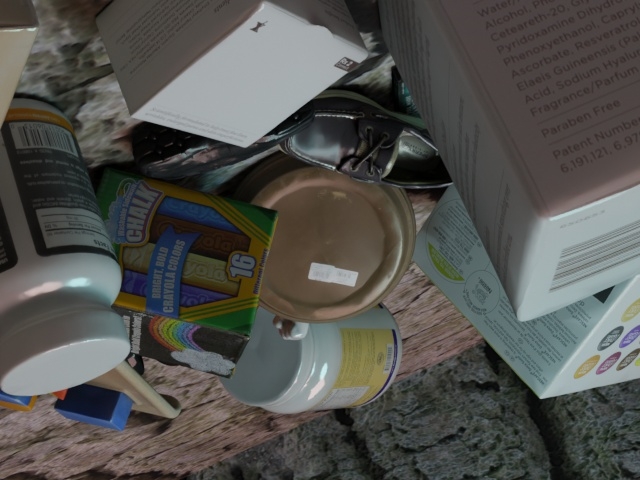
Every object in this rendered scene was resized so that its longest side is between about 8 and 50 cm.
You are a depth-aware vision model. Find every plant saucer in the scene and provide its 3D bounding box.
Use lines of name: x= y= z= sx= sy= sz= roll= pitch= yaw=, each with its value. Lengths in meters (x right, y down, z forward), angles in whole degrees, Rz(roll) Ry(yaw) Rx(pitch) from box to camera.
plant saucer: x=0.000 y=0.000 z=1.406 sx=0.278 sy=0.278 sz=0.041 roll=-25 pitch=-158 yaw=6

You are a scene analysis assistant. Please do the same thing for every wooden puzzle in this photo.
wooden puzzle: x=-0.396 y=0.185 z=1.377 sx=0.322 sy=0.080 sz=0.348 roll=8 pitch=159 yaw=17

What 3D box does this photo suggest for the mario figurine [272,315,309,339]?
mario figurine: x=-0.067 y=0.039 z=1.482 sx=0.320 sy=0.198 sz=0.170 roll=-41 pitch=163 yaw=24

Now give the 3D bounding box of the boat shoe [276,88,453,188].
boat shoe: x=0.071 y=-0.123 z=1.294 sx=0.285 sy=0.092 sz=0.103 roll=9 pitch=114 yaw=-38

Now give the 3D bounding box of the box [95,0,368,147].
box: x=-0.084 y=-0.198 z=0.972 sx=0.182 sy=0.119 sz=0.181 roll=-34 pitch=157 yaw=26

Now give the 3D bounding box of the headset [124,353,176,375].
headset: x=-0.286 y=0.125 z=1.602 sx=0.243 sy=0.185 sz=0.394 roll=-18 pitch=174 yaw=10

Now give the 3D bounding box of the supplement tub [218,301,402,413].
supplement tub: x=-0.021 y=0.204 z=1.888 sx=0.241 sy=0.241 sz=0.331 roll=-34 pitch=157 yaw=27

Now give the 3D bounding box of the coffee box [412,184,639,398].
coffee box: x=0.411 y=0.003 z=1.574 sx=0.337 sy=0.338 sz=0.334 roll=1 pitch=129 yaw=-46

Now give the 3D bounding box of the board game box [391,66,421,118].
board game box: x=0.161 y=-0.204 z=1.361 sx=0.126 sy=0.026 sz=0.186 roll=-22 pitch=160 yaw=-2

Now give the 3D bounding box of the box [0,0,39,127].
box: x=-0.345 y=-0.131 z=0.823 sx=0.121 sy=0.148 sz=0.311 roll=-9 pitch=157 yaw=-35

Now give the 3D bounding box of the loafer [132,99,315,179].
loafer: x=-0.114 y=-0.128 z=1.194 sx=0.223 sy=0.076 sz=0.078 roll=-17 pitch=165 yaw=-2

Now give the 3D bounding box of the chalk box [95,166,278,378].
chalk box: x=-0.221 y=0.037 z=1.265 sx=0.289 sy=0.179 sz=0.180 roll=16 pitch=154 yaw=-6

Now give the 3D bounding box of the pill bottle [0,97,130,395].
pill bottle: x=-0.299 y=0.006 z=1.024 sx=0.162 sy=0.278 sz=0.162 roll=-19 pitch=160 yaw=-8

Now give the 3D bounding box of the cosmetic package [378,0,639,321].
cosmetic package: x=0.265 y=-0.190 z=0.968 sx=0.327 sy=0.394 sz=0.329 roll=-23 pitch=160 yaw=0
